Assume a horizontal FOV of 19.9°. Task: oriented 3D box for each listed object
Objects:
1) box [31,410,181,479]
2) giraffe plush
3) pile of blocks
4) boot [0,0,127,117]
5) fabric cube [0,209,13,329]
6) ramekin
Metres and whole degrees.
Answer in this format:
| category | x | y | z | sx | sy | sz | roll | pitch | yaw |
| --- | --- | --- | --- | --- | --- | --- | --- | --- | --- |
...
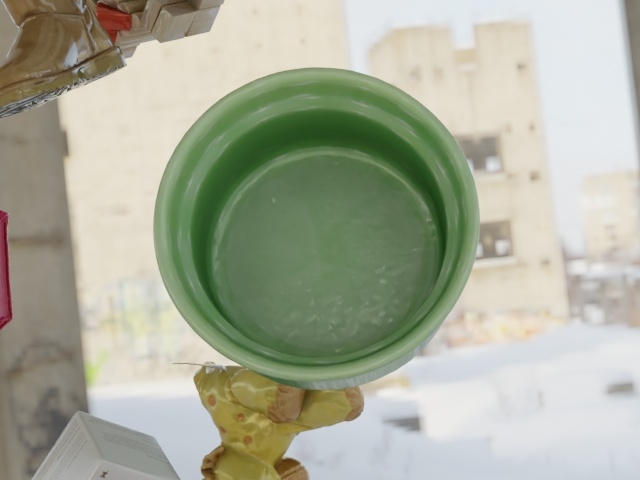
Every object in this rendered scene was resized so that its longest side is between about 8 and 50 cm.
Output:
| category | x | y | z | sx | sy | sz | roll | pitch | yaw |
| --- | --- | --- | --- | --- | --- | --- | --- | --- | --- |
| box | -0.209 | 0.239 | 1.770 | 0.101 | 0.102 | 0.087 | 25 | 15 | -37 |
| giraffe plush | -0.064 | 0.225 | 1.994 | 0.210 | 0.170 | 0.181 | 5 | -1 | -6 |
| pile of blocks | -0.270 | -0.282 | 2.216 | 0.362 | 0.149 | 0.113 | -15 | 3 | 44 |
| boot | -0.324 | -0.270 | 1.868 | 0.089 | 0.269 | 0.236 | -24 | 6 | 22 |
| fabric cube | -0.587 | 0.051 | 2.423 | 0.258 | 0.259 | 0.254 | 30 | -36 | 15 |
| ramekin | 0.000 | 0.000 | 1.752 | 0.303 | 0.303 | 0.148 | -6 | -16 | 2 |
